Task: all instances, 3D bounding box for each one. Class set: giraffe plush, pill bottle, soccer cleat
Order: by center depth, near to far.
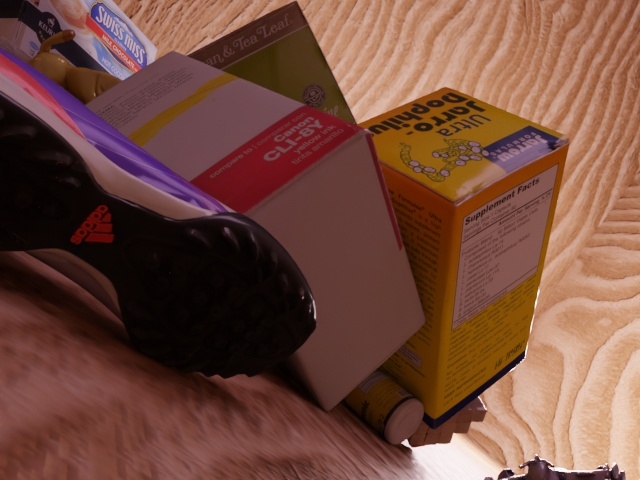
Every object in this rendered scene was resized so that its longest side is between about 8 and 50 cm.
[{"bbox_3d":[-0.121,-0.019,0.399,0.318,0.108,0.116,36,15,-39],"label":"soccer cleat"},{"bbox_3d":[0.071,0.202,0.873,0.116,0.065,0.065,34,-5,41],"label":"pill bottle"},{"bbox_3d":[-0.355,-0.165,0.950,0.210,0.181,0.170,53,-11,17],"label":"giraffe plush"}]

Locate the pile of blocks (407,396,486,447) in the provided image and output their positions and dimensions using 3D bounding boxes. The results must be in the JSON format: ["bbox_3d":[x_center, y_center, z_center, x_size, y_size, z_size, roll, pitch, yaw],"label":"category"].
[{"bbox_3d":[0.096,0.198,1.057,0.149,0.112,0.362,-10,34,-35],"label":"pile of blocks"}]

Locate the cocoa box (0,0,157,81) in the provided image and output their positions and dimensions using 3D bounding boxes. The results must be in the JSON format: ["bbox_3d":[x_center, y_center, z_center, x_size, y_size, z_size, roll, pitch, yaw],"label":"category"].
[{"bbox_3d":[-0.491,-0.336,1.208,0.231,0.228,0.347,5,-16,19],"label":"cocoa box"}]

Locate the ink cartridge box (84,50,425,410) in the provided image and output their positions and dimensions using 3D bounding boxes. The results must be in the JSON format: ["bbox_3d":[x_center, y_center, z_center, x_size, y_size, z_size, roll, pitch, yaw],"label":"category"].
[{"bbox_3d":[-0.089,-0.032,0.783,0.385,0.160,0.279,32,-26,44],"label":"ink cartridge box"}]

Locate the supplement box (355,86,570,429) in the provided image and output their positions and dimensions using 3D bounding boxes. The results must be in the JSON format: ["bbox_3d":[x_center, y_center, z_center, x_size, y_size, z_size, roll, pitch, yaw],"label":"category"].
[{"bbox_3d":[0.150,0.023,0.864,0.195,0.194,0.356,36,-39,39],"label":"supplement box"}]

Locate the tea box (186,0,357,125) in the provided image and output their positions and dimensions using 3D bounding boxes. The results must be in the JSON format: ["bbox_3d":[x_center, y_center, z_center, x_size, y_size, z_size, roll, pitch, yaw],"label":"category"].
[{"bbox_3d":[-0.120,-0.176,1.149,0.323,0.329,0.220,63,0,-16],"label":"tea box"}]

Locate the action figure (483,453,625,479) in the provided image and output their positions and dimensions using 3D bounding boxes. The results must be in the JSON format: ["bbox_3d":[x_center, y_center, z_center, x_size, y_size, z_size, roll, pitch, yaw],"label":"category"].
[{"bbox_3d":[0.322,0.356,0.923,0.185,0.099,0.285,-6,-41,31],"label":"action figure"}]
